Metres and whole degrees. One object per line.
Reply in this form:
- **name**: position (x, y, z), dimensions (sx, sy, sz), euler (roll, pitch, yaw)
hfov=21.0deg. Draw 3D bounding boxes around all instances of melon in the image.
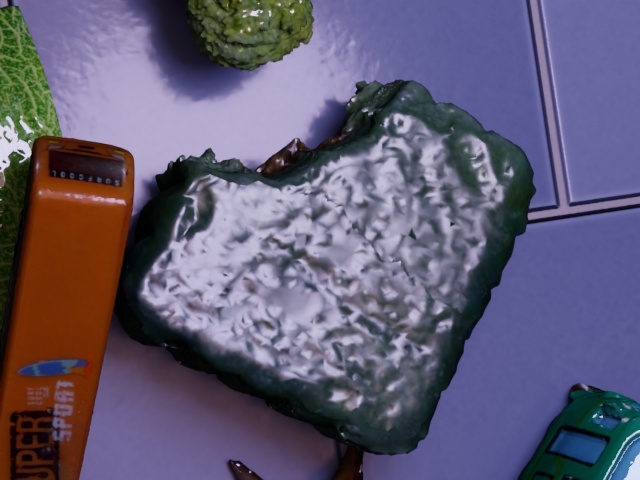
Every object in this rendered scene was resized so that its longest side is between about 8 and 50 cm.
- **melon**: position (-0.295, -0.021, 1.477), dimensions (0.196, 0.124, 0.323), euler (-20, 91, -6)

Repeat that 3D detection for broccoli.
- **broccoli**: position (-0.027, -0.301, 1.530), dimensions (0.302, 0.186, 0.254), euler (-36, 56, -12)

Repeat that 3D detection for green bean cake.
- **green bean cake**: position (0.000, 0.000, 1.523), dimensions (0.300, 0.169, 0.308), euler (29, 81, -12)

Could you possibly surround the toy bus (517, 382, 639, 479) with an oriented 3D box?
- **toy bus**: position (0.244, 0.305, 1.552), dimensions (0.183, 0.199, 0.343), euler (33, 79, -9)

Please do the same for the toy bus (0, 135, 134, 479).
- **toy bus**: position (-0.227, 0.115, 1.428), dimensions (0.093, 0.092, 0.409), euler (8, 112, -12)

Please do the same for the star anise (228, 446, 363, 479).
- **star anise**: position (0.002, 0.306, 1.537), dimensions (0.272, 0.102, 0.272), euler (1, 52, -1)
